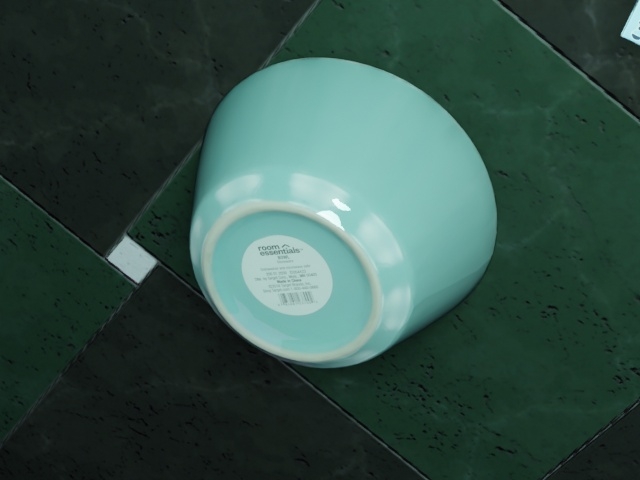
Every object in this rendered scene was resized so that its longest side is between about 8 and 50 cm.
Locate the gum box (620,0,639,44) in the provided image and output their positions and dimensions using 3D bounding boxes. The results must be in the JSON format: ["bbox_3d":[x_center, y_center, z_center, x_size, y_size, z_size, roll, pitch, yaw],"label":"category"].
[{"bbox_3d":[0.350,-0.175,1.543,0.184,0.157,0.041,27,129,4],"label":"gum box"}]

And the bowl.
[{"bbox_3d":[0.000,0.000,1.808,0.311,0.163,0.311,11,126,15],"label":"bowl"}]
